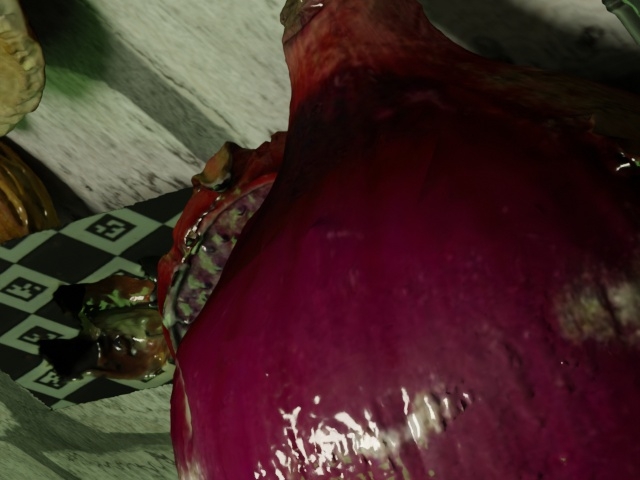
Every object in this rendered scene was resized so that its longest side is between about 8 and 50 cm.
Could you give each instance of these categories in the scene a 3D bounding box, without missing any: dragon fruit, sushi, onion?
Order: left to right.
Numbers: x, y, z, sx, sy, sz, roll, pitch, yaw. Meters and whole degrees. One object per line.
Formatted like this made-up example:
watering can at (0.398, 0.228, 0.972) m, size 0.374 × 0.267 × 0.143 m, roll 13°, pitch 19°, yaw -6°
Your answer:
sushi at (-0.171, 0.037, 1.210) m, size 0.294 × 0.059 × 0.292 m, roll -13°, pitch 147°, yaw 13°
dragon fruit at (-0.002, 0.004, 0.950) m, size 0.218 × 0.148 × 0.224 m, roll -21°, pitch 120°, yaw 6°
onion at (0.068, 0.015, 0.730) m, size 0.385 × 0.347 × 0.348 m, roll 66°, pitch 153°, yaw 4°

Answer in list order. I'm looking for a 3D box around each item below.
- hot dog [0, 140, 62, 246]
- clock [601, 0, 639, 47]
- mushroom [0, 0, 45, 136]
hot dog at (-0.351, -0.040, 1.258) m, size 0.272 × 0.122 × 0.196 m, roll 12°, pitch 156°, yaw -1°
clock at (0.161, -0.126, 0.484) m, size 0.279 × 0.049 × 0.273 m, roll 52°, pitch 170°, yaw -3°
mushroom at (-0.341, -0.098, 0.947) m, size 0.233 × 0.302 × 0.208 m, roll 44°, pitch 179°, yaw -19°
